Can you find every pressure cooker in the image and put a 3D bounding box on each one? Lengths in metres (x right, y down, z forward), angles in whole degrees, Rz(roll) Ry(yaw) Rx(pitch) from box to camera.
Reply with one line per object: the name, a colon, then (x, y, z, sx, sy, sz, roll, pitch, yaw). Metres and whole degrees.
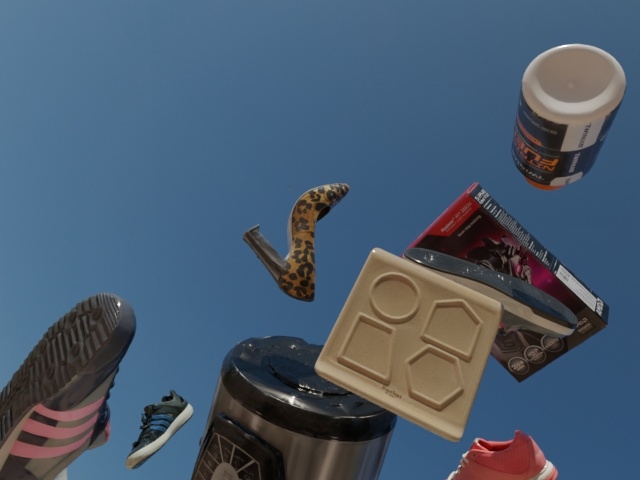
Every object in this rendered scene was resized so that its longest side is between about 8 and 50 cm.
pressure cooker: (-0.060, 0.447, 1.089, 0.376, 0.370, 0.420, 14, -79, -10)

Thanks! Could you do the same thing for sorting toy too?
sorting toy: (0.118, 0.126, 0.699, 0.193, 0.208, 0.038, 24, -32, 9)

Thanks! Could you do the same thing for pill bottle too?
pill bottle: (0.360, -0.165, 0.819, 0.130, 0.130, 0.245, 29, -11, 23)

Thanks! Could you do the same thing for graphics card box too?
graphics card box: (0.371, 0.090, 1.135, 0.371, 0.094, 0.233, 45, -56, 6)

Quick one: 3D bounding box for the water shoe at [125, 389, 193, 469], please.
water shoe: (-0.333, 0.371, 1.074, 0.073, 0.203, 0.080, -43, -92, 19)

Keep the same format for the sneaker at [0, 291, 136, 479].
sneaker: (-0.295, 0.191, 0.659, 0.319, 0.131, 0.112, -45, -137, 18)

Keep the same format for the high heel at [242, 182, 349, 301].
high heel: (0.000, 0.000, 1.085, 0.186, 0.261, 0.093, 49, -24, 16)

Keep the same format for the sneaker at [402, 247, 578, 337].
sneaker: (0.257, 0.144, 0.921, 0.296, 0.124, 0.178, 21, -68, 14)

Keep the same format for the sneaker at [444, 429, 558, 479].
sneaker: (0.355, 0.513, 1.215, 0.314, 0.116, 0.136, -31, -97, 25)
